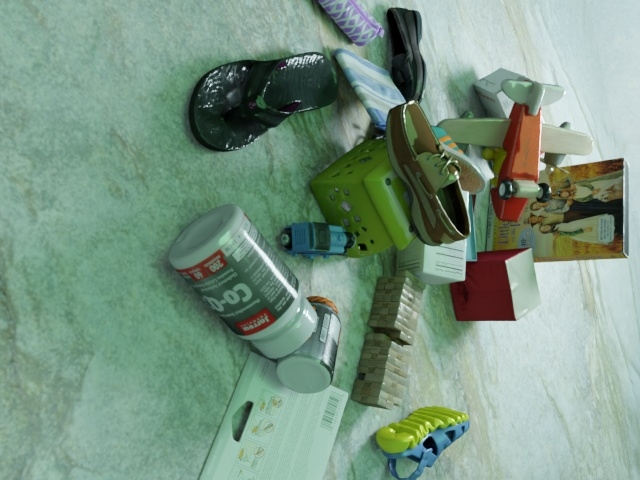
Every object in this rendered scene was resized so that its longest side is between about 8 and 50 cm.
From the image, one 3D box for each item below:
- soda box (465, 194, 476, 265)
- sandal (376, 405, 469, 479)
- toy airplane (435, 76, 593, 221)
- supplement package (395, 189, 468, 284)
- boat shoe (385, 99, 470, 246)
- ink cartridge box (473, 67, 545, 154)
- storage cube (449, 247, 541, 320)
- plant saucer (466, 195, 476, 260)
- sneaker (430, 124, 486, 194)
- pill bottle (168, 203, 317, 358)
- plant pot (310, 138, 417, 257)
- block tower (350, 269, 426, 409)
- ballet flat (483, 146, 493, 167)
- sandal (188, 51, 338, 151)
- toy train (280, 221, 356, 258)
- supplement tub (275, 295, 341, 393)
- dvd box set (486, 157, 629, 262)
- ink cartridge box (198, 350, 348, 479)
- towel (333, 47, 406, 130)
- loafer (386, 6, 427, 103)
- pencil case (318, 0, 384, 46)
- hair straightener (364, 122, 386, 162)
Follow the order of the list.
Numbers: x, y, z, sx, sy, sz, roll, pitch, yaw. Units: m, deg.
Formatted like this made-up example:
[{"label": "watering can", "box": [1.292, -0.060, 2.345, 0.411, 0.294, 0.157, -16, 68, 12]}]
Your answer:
[{"label": "soda box", "box": [0.385, -0.038, 1.692, 0.092, 0.084, 0.263, 31, 64, -38]}, {"label": "sandal", "box": [0.268, 0.520, 1.484, 0.318, 0.126, 0.138, -7, 93, -37]}, {"label": "toy airplane", "box": [0.582, -0.302, 1.739, 0.384, 0.272, 0.386, -41, 99, -2]}, {"label": "supplement package", "box": [0.297, -0.013, 1.539, 0.134, 0.139, 0.243, 11, 76, -22]}, {"label": "boat shoe", "box": [0.242, -0.141, 1.217, 0.123, 0.120, 0.323, -34, 110, -33]}, {"label": "ink cartridge box", "box": [0.637, -0.418, 1.910, 0.272, 0.114, 0.197, 55, 8, -25]}, {"label": "storage cube", "box": [0.522, 0.134, 1.732, 0.215, 0.193, 0.183, -16, 96, -46]}, {"label": "plant saucer", "box": [0.419, -0.036, 1.654, 0.067, 0.018, 0.191, 2, 82, -45]}, {"label": "sneaker", "box": [0.348, -0.250, 1.621, 0.302, 0.108, 0.121, 34, 44, -14]}, {"label": "pill bottle", "box": [-0.137, 0.084, 1.089, 0.283, 0.161, 0.161, 53, 51, -26]}, {"label": "plant pot", "box": [0.153, -0.106, 1.356, 0.228, 0.207, 0.227, -42, 114, -31]}, {"label": "block tower", "box": [0.171, 0.246, 1.433, 0.091, 0.097, 0.335, 34, 64, -38]}, {"label": "ballet flat", "box": [0.611, -0.286, 1.969, 0.188, 0.070, 0.070, 49, 53, -30]}, {"label": "sandal", "box": [-0.096, -0.322, 1.223, 0.446, 0.107, 0.167, -37, 110, -42]}, {"label": "toy train", "box": [0.000, 0.000, 1.280, 0.184, 0.105, 0.080, 5, 81, -45]}, {"label": "supplement tub", "box": [-0.020, 0.211, 1.195, 0.117, 0.117, 0.190, 54, 27, -26]}, {"label": "dvd box set", "box": [0.738, -0.083, 1.816, 0.062, 0.421, 0.307, 26, 68, -44]}, {"label": "ink cartridge box", "box": [-0.093, 0.398, 1.170, 0.239, 0.060, 0.275, 27, 63, -13]}, {"label": "towel", "box": [0.154, -0.360, 1.437, 0.209, 0.034, 0.284, 11, 45, -43]}, {"label": "loafer", "box": [0.226, -0.509, 1.596, 0.095, 0.109, 0.302, 8, 72, -25]}, {"label": "pencil case", "box": [0.067, -0.580, 1.437, 0.206, 0.088, 0.086, 36, 62, -38]}, {"label": "hair straightener", "box": [0.147, -0.266, 1.517, 0.089, 0.047, 0.230, 42, 62, -30]}]
